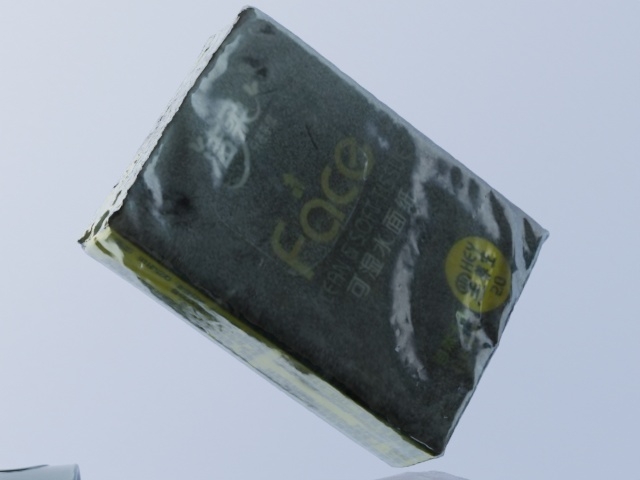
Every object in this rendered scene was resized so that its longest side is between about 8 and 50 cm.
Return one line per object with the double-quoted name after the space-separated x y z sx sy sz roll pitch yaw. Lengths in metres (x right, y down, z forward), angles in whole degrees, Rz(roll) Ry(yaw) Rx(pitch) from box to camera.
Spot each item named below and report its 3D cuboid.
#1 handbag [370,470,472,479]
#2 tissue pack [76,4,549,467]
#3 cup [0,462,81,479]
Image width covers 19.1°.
0.088 0.234 1.334 0.115 0.072 0.139 3 -78 57 "handbag"
0.000 0.000 1.207 0.257 0.081 0.185 36 -119 -14 "tissue pack"
-0.238 0.230 1.218 0.173 0.299 0.167 -2 -102 -5 "cup"
